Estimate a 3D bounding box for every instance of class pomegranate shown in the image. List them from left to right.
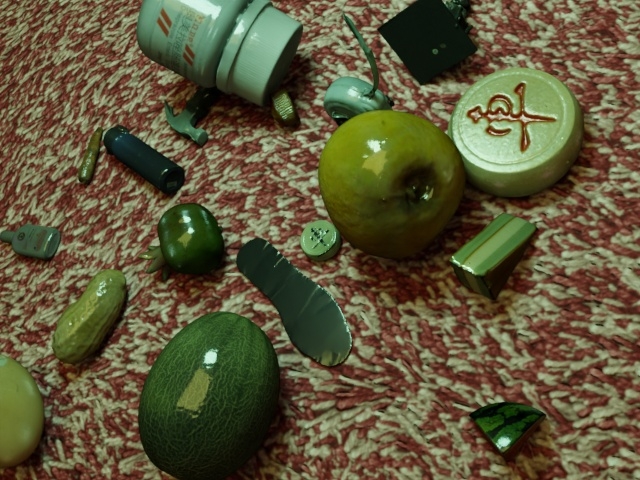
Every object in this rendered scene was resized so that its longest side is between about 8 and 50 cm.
[{"bbox_3d":[-0.291,0.012,1.547,0.191,0.131,0.152,-36,61,31],"label":"pomegranate"}]

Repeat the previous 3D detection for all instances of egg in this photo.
[{"bbox_3d":[-0.672,0.353,1.504,0.201,0.201,0.244,-42,72,0],"label":"egg"}]

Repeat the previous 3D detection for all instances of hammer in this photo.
[{"bbox_3d":[-0.271,-0.344,1.741,0.158,0.041,0.226,36,85,30],"label":"hammer"}]

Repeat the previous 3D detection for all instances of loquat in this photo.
[{"bbox_3d":[0.128,-0.108,1.338,0.274,0.275,0.275,-9,64,19],"label":"loquat"}]

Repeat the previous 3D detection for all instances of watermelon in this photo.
[{"bbox_3d":[0.294,0.316,1.174,0.125,0.135,0.094,1,104,20],"label":"watermelon"}]

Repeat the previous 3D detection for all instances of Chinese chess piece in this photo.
[{"bbox_3d":[0.000,0.000,1.471,0.084,0.034,0.084,-10,63,19],"label":"Chinese chess piece"},{"bbox_3d":[0.362,-0.204,1.373,0.250,0.097,0.251,-9,65,19],"label":"Chinese chess piece"}]

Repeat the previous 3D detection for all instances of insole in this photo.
[{"bbox_3d":[-0.055,0.115,1.458,0.119,0.009,0.348,-44,58,-3],"label":"insole"}]

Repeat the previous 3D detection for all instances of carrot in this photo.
[{"bbox_3d":[-0.565,-0.214,1.812,0.035,0.036,0.165,-1,65,23],"label":"carrot"}]

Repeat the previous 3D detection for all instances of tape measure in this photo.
[{"bbox_3d":[0.052,-0.299,1.412,0.163,0.330,0.084,15,71,30],"label":"tape measure"}]

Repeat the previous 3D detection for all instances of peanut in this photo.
[{"bbox_3d":[-0.496,0.159,1.575,0.108,0.095,0.226,25,78,33],"label":"peanut"}]

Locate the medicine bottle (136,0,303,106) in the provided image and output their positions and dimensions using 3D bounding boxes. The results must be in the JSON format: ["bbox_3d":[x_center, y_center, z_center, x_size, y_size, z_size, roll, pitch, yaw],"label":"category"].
[{"bbox_3d":[-0.215,-0.451,1.600,0.306,0.245,0.245,27,78,0],"label":"medicine bottle"}]

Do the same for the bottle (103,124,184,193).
[{"bbox_3d":[-0.418,-0.195,1.715,0.244,0.072,0.082,32,111,32],"label":"bottle"}]

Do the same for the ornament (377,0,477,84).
[{"bbox_3d":[0.257,-0.457,1.536,0.153,0.166,0.196,-23,24,45],"label":"ornament"}]

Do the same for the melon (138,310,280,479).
[{"bbox_3d":[-0.194,0.275,1.309,0.237,0.237,0.302,13,72,27],"label":"melon"}]

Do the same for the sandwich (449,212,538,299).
[{"bbox_3d":[0.308,0.007,1.290,0.079,0.113,0.163,29,80,31],"label":"sandwich"}]

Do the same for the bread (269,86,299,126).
[{"bbox_3d":[-0.084,-0.291,1.612,0.053,0.085,0.085,-25,60,5],"label":"bread"}]

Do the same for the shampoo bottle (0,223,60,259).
[{"bbox_3d":[-0.705,-0.001,1.770,0.165,0.040,0.080,8,72,25],"label":"shampoo bottle"}]
